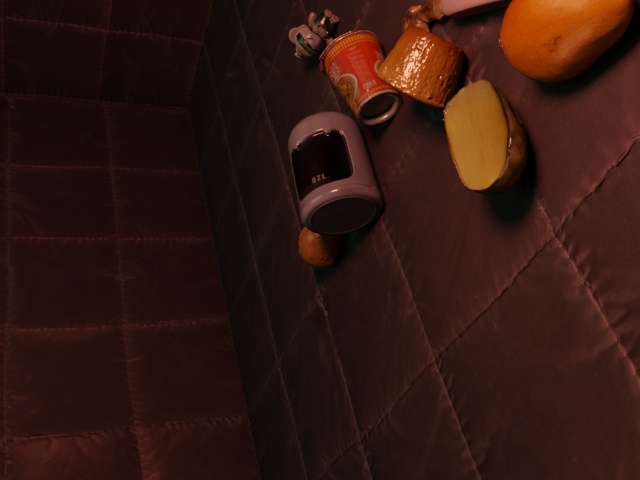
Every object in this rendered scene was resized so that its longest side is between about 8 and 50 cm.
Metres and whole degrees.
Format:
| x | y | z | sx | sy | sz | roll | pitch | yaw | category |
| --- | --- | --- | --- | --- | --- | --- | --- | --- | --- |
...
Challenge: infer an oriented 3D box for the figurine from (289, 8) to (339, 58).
| x | y | z | sx | sy | sz | roll | pitch | yaw | category |
| --- | --- | --- | --- | --- | --- | --- | --- | --- | --- |
| -0.020 | -0.670 | 2.227 | 0.192 | 0.147 | 0.126 | -40 | 33 | 37 | figurine |

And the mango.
| x | y | z | sx | sy | sz | roll | pitch | yaw | category |
| --- | --- | --- | --- | --- | --- | --- | --- | --- | --- |
| 0.434 | -0.392 | 1.189 | 0.257 | 0.138 | 0.187 | 144 | 111 | -68 | mango |

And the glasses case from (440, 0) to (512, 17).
| x | y | z | sx | sy | sz | roll | pitch | yaw | category |
| --- | --- | --- | --- | --- | --- | --- | --- | --- | --- |
| 0.353 | -0.552 | 1.445 | 0.297 | 0.075 | 0.113 | -160 | 73 | -64 | glasses case |

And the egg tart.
| x | y | z | sx | sy | sz | roll | pitch | yaw | category |
| --- | --- | --- | --- | --- | --- | --- | --- | --- | --- |
| 0.245 | -0.401 | 1.575 | 0.147 | 0.202 | 0.202 | -62 | 32 | 15 | egg tart |

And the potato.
| x | y | z | sx | sy | sz | roll | pitch | yaw | category |
| --- | --- | --- | --- | --- | --- | --- | --- | --- | --- |
| 0.357 | -0.206 | 1.390 | 0.160 | 0.111 | 0.271 | -47 | 39 | 39 | potato |

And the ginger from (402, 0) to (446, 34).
| x | y | z | sx | sy | sz | roll | pitch | yaw | category |
| --- | --- | --- | --- | --- | --- | --- | --- | --- | --- |
| 0.258 | -0.531 | 1.684 | 0.214 | 0.059 | 0.133 | -2 | 80 | 64 | ginger |

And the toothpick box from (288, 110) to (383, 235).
| x | y | z | sx | sy | sz | roll | pitch | yaw | category |
| --- | --- | --- | --- | --- | --- | --- | --- | --- | --- |
| 0.036 | -0.213 | 1.981 | 0.263 | 0.263 | 0.354 | 125 | 140 | -52 | toothpick box |

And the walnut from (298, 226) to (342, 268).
| x | y | z | sx | sy | sz | roll | pitch | yaw | category |
| --- | --- | --- | --- | --- | --- | --- | --- | --- | --- |
| 0.000 | 0.000 | 2.159 | 0.180 | 0.144 | 0.144 | 104 | 154 | -46 | walnut |

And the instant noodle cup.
| x | y | z | sx | sy | sz | roll | pitch | yaw | category |
| --- | --- | --- | --- | --- | --- | --- | --- | --- | --- |
| 0.120 | -0.435 | 1.858 | 0.212 | 0.193 | 0.193 | 67 | 148 | 27 | instant noodle cup |
